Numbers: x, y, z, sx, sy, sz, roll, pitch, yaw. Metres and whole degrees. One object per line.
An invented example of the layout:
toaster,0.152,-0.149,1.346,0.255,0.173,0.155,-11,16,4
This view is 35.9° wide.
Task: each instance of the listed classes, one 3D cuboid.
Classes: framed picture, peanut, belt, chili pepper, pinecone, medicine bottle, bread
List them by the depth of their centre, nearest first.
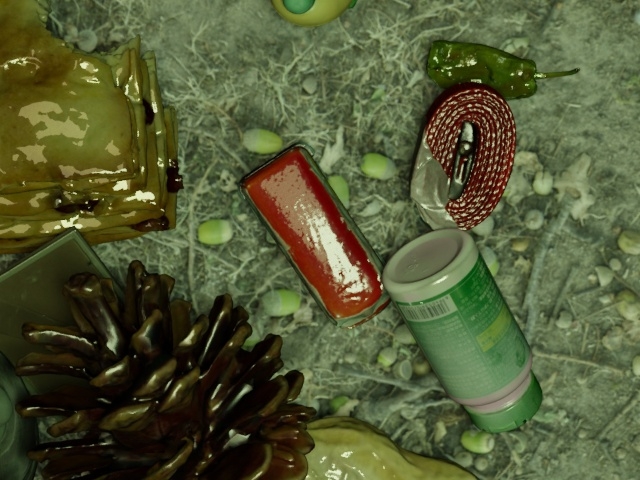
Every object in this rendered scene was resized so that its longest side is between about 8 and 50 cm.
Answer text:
pinecone,-0.214,0.201,1.208,0.384,0.384,0.384,0,92,-2
bread,-0.356,-0.172,1.292,0.314,0.191,0.370,-9,91,-1
medicine bottle,0.197,0.127,1.315,0.133,0.133,0.274,-30,114,0
framed picture,-0.336,0.126,1.329,0.189,0.023,0.260,-32,120,0
belt,0.191,-0.115,1.338,0.128,0.124,0.201,15,107,1
peanut,0.069,0.341,1.343,0.340,0.158,0.174,25,92,-8
chili pepper,0.248,-0.228,1.367,0.204,0.073,0.072,14,110,9

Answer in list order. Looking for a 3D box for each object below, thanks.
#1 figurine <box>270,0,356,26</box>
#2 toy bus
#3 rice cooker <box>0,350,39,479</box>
figurine,0.033,-0.428,1.277,0.124,0.222,0.324,28,92,0
toy bus,0.000,0.000,1.342,0.121,0.120,0.265,-33,92,1
rice cooker,-0.501,0.248,1.215,0.317,0.264,0.316,1,132,1
